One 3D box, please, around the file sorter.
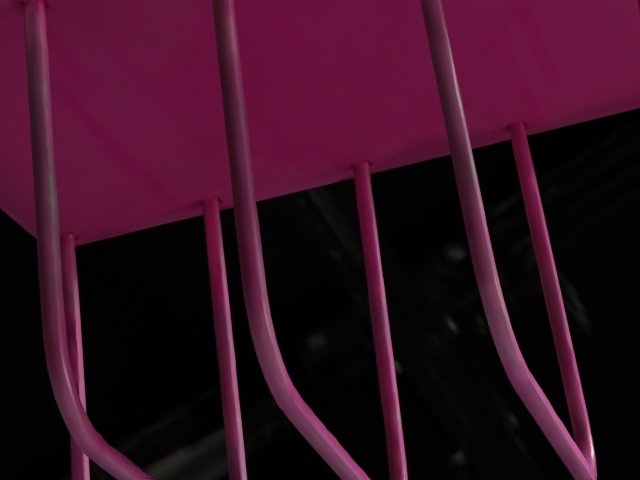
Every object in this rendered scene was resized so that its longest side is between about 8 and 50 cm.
[{"bbox_3d":[0.000,0.000,0.680,0.291,0.182,0.202,-13,-25,12],"label":"file sorter"}]
